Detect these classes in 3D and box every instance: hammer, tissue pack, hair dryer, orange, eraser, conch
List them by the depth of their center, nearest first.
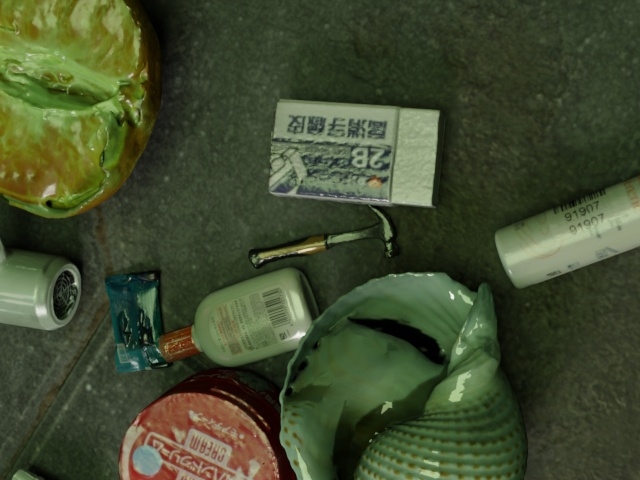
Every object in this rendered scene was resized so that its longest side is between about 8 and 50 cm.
[{"bbox_3d":[0.108,0.211,1.317,0.303,0.215,0.319,18,69,8],"label":"conch"},{"bbox_3d":[0.046,-0.108,1.365,0.210,0.068,0.124,5,88,15],"label":"eraser"},{"bbox_3d":[-0.327,-0.194,1.403,0.262,0.196,0.334,16,96,29],"label":"orange"},{"bbox_3d":[-0.445,-0.021,1.411,0.173,0.107,0.357,6,140,15],"label":"hair dryer"},{"bbox_3d":[0.000,0.000,1.418,0.201,0.021,0.078,-11,93,16],"label":"hammer"},{"bbox_3d":[-0.254,0.113,1.503,0.085,0.028,0.138,-7,91,17],"label":"tissue pack"}]

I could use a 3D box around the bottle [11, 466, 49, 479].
[{"bbox_3d":[-0.345,0.391,1.541,0.217,0.060,0.060,31,104,9],"label":"bottle"}]

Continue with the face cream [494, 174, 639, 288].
[{"bbox_3d":[0.344,-0.024,1.287,0.269,0.082,0.082,-23,90,17],"label":"face cream"}]

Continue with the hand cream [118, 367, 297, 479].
[{"bbox_3d":[-0.137,0.286,1.426,0.230,0.149,0.230,1,95,14],"label":"hand cream"}]

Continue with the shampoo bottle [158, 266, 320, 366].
[{"bbox_3d":[-0.112,0.114,1.447,0.221,0.051,0.108,-19,92,18],"label":"shampoo bottle"}]
